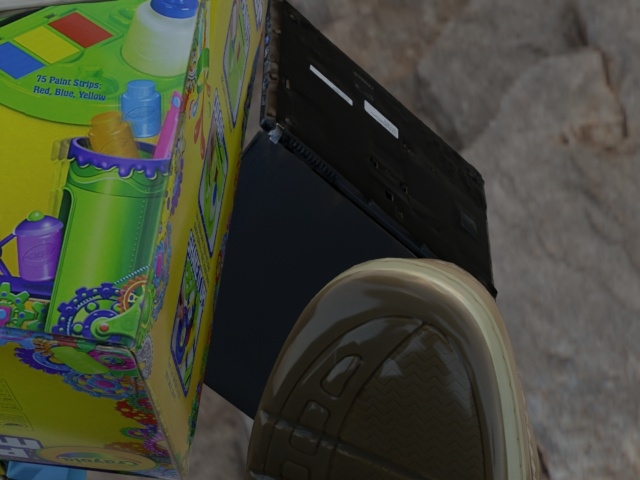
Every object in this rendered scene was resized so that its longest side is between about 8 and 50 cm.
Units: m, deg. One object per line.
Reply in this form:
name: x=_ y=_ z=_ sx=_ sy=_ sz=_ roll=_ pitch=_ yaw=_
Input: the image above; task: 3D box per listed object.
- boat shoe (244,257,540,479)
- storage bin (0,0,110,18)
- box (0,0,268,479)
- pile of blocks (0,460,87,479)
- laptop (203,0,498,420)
boat shoe: x=0.046 y=0.140 z=0.828 sx=0.121 sy=0.341 sz=0.110 roll=18 pitch=37 yaw=25
storage bin: x=-0.215 y=-0.171 z=0.546 sx=0.123 sy=0.262 sz=0.260 roll=-12 pitch=94 yaw=40
box: x=-0.188 y=-0.062 z=0.860 sx=0.289 sy=0.177 sz=0.279 roll=7 pitch=66 yaw=6
pile of blocks: x=-0.200 y=0.186 z=1.353 sx=0.149 sy=0.362 sz=0.113 roll=-21 pitch=27 yaw=7
laptop: x=0.000 y=0.000 z=1.334 sx=0.136 sy=0.234 sz=0.264 roll=-37 pitch=30 yaw=26
